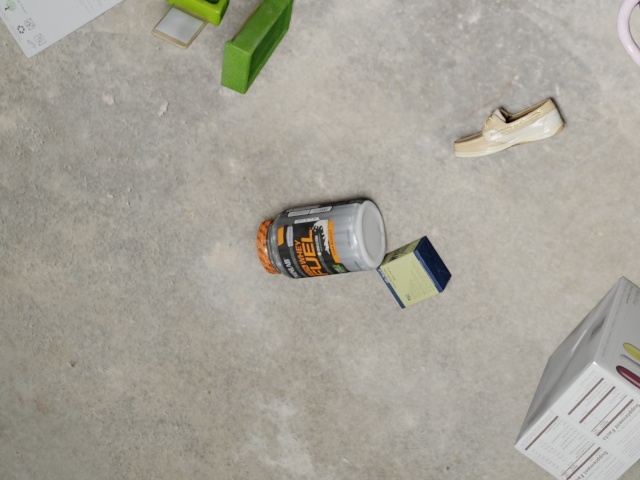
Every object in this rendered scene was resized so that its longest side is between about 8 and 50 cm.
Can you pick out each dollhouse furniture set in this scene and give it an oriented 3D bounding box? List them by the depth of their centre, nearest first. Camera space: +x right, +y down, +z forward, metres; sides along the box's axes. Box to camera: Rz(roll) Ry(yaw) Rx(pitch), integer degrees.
[{"bbox_3d":[-0.147,-0.391,1.778,0.197,0.151,0.301,27,148,8],"label":"dollhouse furniture set"}]

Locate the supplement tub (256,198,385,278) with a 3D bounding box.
[{"bbox_3d":[0.000,0.000,2.009,0.190,0.117,0.117,-8,113,27],"label":"supplement tub"}]

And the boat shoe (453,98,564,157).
[{"bbox_3d":[0.273,-0.169,1.841,0.170,0.063,0.059,-15,107,19],"label":"boat shoe"}]

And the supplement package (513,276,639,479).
[{"bbox_3d":[0.430,0.218,1.854,0.145,0.262,0.204,36,124,2],"label":"supplement package"}]

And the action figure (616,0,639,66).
[{"bbox_3d":[0.496,-0.402,1.475,0.248,0.276,0.370,45,131,14],"label":"action figure"}]

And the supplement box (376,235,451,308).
[{"bbox_3d":[0.151,0.052,2.008,0.083,0.056,0.083,-26,104,31],"label":"supplement box"}]

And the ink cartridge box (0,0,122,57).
[{"bbox_3d":[-0.388,-0.433,1.977,0.333,0.065,0.165,-22,106,32],"label":"ink cartridge box"}]
